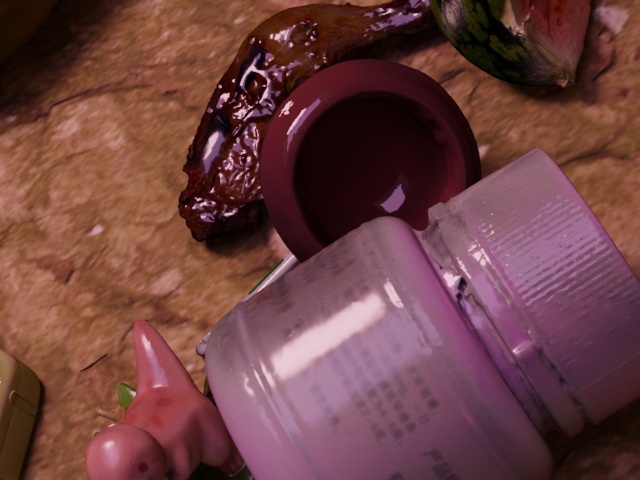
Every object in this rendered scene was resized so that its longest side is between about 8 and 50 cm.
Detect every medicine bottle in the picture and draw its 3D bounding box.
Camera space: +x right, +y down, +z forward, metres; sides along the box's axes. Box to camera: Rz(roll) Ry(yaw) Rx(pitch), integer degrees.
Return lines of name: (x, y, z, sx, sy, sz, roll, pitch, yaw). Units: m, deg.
medicine bottle: (0.093, 0.091, 1.122, 0.302, 0.241, 0.241, -32, 56, 5)

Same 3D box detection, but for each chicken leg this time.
chicken leg: (-0.020, -0.131, 1.398, 0.177, 0.083, 0.322, 25, 77, 23)

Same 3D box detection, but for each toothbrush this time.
toothbrush: (0.001, 0.001, 1.343, 0.304, 0.030, 0.030, -44, 55, 0)

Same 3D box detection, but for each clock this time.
clock: (-0.383, 0.183, 1.393, 0.232, 0.069, 0.170, 1, 65, 26)

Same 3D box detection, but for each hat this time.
hat: (0.041, -0.056, 1.280, 0.205, 0.205, 0.089, -46, 17, -4)

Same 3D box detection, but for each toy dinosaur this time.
toy dinosaur: (-0.148, 0.158, 1.234, 0.152, 0.177, 0.194, -1, 62, 23)

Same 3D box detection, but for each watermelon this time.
watermelon: (0.175, -0.296, 1.340, 0.159, 0.128, 0.303, 8, 61, 12)

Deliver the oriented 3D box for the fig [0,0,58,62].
fig: (-0.420, -0.334, 1.547, 0.343, 0.343, 0.343, -11, 60, 19)
